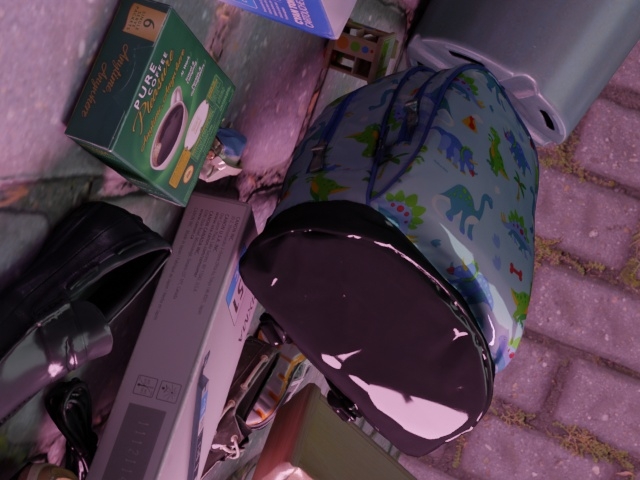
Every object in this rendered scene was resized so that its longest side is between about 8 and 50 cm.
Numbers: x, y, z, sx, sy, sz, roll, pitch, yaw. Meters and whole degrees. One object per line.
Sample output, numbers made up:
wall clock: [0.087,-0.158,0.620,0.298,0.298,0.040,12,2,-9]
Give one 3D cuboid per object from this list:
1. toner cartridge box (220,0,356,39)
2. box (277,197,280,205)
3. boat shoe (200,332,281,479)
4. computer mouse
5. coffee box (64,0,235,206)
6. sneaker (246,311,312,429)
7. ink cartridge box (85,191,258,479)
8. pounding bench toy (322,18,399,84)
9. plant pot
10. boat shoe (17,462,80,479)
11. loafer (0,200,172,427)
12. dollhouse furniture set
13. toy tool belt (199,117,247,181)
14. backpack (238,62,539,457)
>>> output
toner cartridge box: [-0.075,-0.226,0.629,0.075,0.165,0.348,-65,165,-8]
box: [0.000,0.000,1.386,0.087,0.102,0.101,-38,148,-61]
boat shoe: [-0.113,0.205,1.328,0.078,0.070,0.219,71,42,-69]
computer mouse: [-0.239,0.251,0.951,0.184,0.060,0.262,87,16,-51]
coffee box: [-0.121,-0.099,0.901,0.184,0.040,0.113,42,70,-76]
sneaker: [-0.045,0.143,1.488,0.215,0.084,0.083,-52,160,-20]
ink cartridge box: [-0.121,0.145,1.125,0.261,0.066,0.296,84,21,-62]
pounding bench toy: [0.044,-0.210,1.315,0.083,0.065,0.052,-38,146,-64]
plant pot: [0.306,-0.334,1.658,0.334,0.341,0.341,-58,165,-8]
boat shoe: [-0.173,0.216,0.904,0.190,0.072,0.068,77,24,-63]
loafer: [-0.181,0.057,0.828,0.076,0.078,0.223,96,20,-46]
dollhouse furniture set: [-0.063,0.406,1.429,0.394,0.256,0.362,-43,-170,23]
toy tool belt: [-0.085,-0.083,1.044,0.051,0.052,0.083,-64,169,20]
backpack: [0.091,-0.021,1.207,0.273,0.290,0.355,-33,-157,19]
